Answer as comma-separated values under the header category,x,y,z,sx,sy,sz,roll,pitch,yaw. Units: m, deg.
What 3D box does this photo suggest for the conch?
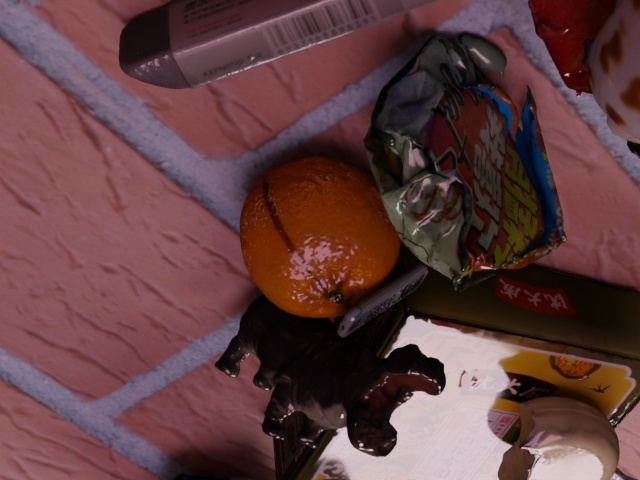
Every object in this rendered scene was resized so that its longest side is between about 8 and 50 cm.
category,x,y,z,sx,sy,sz,roll,pitch,yaw
conch,0.362,-0.154,1.194,0.275,0.149,0.183,-36,117,18

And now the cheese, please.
category,x,y,z,sx,sy,sz,roll,pitch,yaw
cheese,0.339,0.275,1.823,0.248,0.071,0.163,13,132,-21

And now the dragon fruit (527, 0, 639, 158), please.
category,x,y,z,sx,sy,sz,roll,pitch,yaw
dragon fruit,0.342,-0.258,1.363,0.291,0.269,0.250,-16,144,14

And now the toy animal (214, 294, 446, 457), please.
category,x,y,z,sx,sy,sz,roll,pitch,yaw
toy animal,0.009,0.166,1.688,0.106,0.343,0.168,24,89,-37

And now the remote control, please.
category,x,y,z,sx,sy,sz,roll,pitch,yaw
remote control,0.070,0.067,1.622,0.124,0.018,0.053,-32,162,-29

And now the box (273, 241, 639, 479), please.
category,x,y,z,sx,sy,sz,roll,pitch,yaw
box,0.181,0.207,1.882,0.372,0.138,0.420,14,132,-19

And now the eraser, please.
category,x,y,z,sx,sy,sz,roll,pitch,yaw
eraser,-0.036,-0.235,1.453,0.351,0.089,0.061,-18,136,12

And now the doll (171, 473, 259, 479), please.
category,x,y,z,sx,sy,sz,roll,pitch,yaw
doll,-0.104,0.447,1.988,0.240,0.310,0.284,-40,113,-15

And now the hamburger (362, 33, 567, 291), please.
category,x,y,z,sx,sy,sz,roll,pitch,yaw
hamburger,0.137,-0.076,1.562,0.150,0.260,0.276,-18,104,44

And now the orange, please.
category,x,y,z,sx,sy,sz,roll,pitch,yaw
orange,0.000,0.000,1.639,0.193,0.161,0.193,-7,128,-10
